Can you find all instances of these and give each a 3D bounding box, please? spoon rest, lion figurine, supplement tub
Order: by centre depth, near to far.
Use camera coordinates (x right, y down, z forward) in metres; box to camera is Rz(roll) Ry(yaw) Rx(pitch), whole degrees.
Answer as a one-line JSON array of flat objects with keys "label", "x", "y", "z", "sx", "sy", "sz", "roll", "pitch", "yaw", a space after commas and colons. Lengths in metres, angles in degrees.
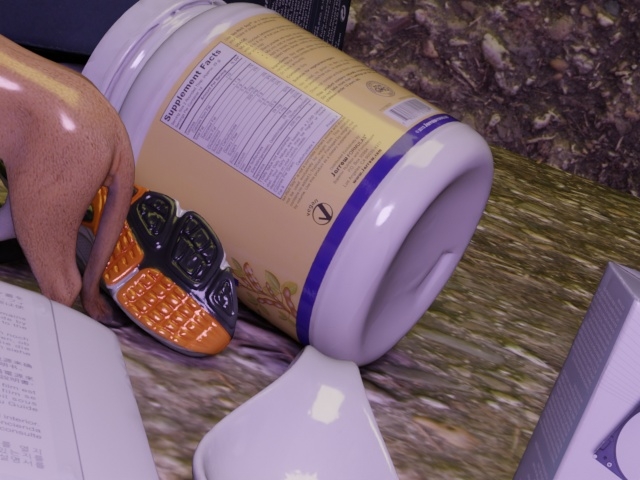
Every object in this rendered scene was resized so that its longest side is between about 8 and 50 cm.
[{"label": "spoon rest", "x": -0.009, "y": 0.133, "z": 0.819, "sx": 0.137, "sy": 0.084, "sz": 0.276, "roll": 20, "pitch": 13, "yaw": -4}, {"label": "lion figurine", "x": -0.253, "y": -0.102, "z": 0.864, "sx": 0.392, "sy": 0.240, "sz": 0.142, "roll": 30, "pitch": 24, "yaw": -25}, {"label": "supplement tub", "x": -0.039, "y": -0.066, "z": 1.147, "sx": 0.331, "sy": 0.241, "sz": 0.241, "roll": 33, "pitch": 17, "yaw": 20}]

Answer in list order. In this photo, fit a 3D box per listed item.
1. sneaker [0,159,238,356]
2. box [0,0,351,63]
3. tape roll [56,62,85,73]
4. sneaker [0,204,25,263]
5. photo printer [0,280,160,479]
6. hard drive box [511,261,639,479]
[{"label": "sneaker", "x": -0.163, "y": 0.006, "z": 1.069, "sx": 0.262, "sy": 0.099, "sz": 0.121, "roll": 45, "pitch": -19, "yaw": 19}, {"label": "box", "x": -0.253, "y": -0.354, "z": 1.611, "sx": 0.479, "sy": 0.298, "sz": 0.471, "roll": 11, "pitch": 5, "yaw": 17}, {"label": "tape roll", "x": -0.192, "y": -0.105, "z": 1.439, "sx": 0.286, "sy": 0.100, "sz": 0.286, "roll": 19, "pitch": 14, "yaw": -5}, {"label": "sneaker", "x": -0.307, "y": -0.005, "z": 0.989, "sx": 0.170, "sy": 0.051, "sz": 0.089, "roll": 15, "pitch": 17, "yaw": -13}, {"label": "photo printer", "x": -0.212, "y": 0.093, "z": 0.618, "sx": 0.256, "sy": 0.107, "sz": 0.307, "roll": 16, "pitch": 14, "yaw": -21}, {"label": "hard drive box", "x": 0.210, "y": 0.156, "z": 0.736, "sx": 0.181, "sy": 0.232, "sz": 0.089, "roll": 20, "pitch": 14, "yaw": -2}]
